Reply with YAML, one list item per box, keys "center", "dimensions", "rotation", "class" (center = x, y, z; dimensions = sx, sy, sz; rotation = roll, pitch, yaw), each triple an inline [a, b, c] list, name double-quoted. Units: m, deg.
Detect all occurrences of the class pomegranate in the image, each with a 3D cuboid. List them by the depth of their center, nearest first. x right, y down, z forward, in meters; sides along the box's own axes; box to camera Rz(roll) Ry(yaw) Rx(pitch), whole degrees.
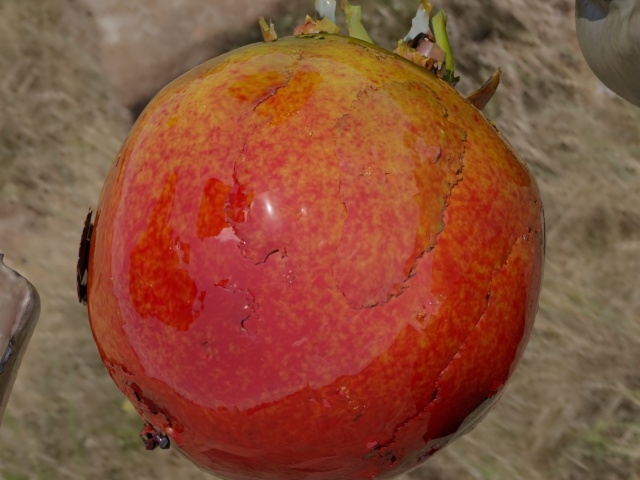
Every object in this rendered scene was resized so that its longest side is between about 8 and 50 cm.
- center: [0.000, 0.000, 0.822]
  dimensions: [0.210, 0.210, 0.235]
  rotation: [-4, 55, 36]
  class: "pomegranate"

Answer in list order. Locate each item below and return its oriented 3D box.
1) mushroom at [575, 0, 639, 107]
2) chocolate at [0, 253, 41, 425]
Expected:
- center: [0.190, -0.119, 0.880]
  dimensions: [0.188, 0.141, 0.117]
  rotation: [126, 146, -65]
  class: "mushroom"
- center: [-0.288, 0.126, 1.311]
  dimensions: [0.161, 0.083, 0.261]
  rotation: [21, 85, 23]
  class: "chocolate"
